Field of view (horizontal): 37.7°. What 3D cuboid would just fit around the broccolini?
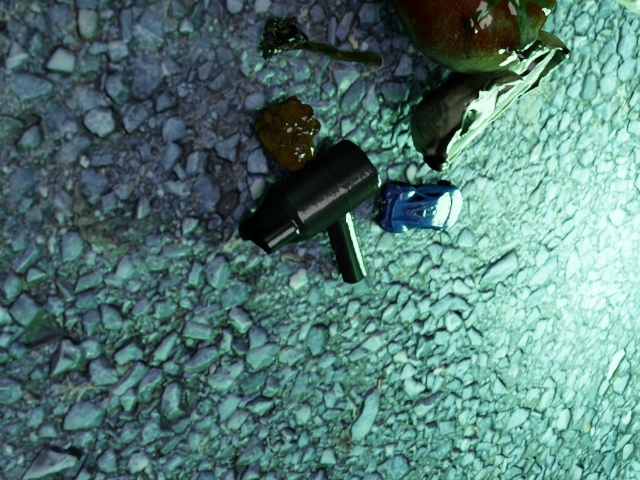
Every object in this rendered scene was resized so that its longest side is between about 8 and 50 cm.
[{"bbox_3d":[0.000,-0.328,1.580,0.254,0.071,0.057,0,68,-44],"label":"broccolini"}]

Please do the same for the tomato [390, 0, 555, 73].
[{"bbox_3d":[0.251,-0.439,1.569,0.303,0.239,0.303,-12,112,-33],"label":"tomato"}]

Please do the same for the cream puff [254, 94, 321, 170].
[{"bbox_3d":[-0.050,-0.177,1.561,0.116,0.094,0.122,3,112,-35],"label":"cream puff"}]

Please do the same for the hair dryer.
[{"bbox_3d":[0.000,0.000,1.682,0.244,0.116,0.302,-35,134,-16],"label":"hair dryer"}]

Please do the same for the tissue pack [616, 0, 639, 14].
[{"bbox_3d":[0.509,-0.601,1.663,0.390,0.375,0.195,10,143,-42],"label":"tissue pack"}]

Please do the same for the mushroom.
[{"bbox_3d":[0.290,-0.271,1.704,0.344,0.130,0.247,-42,171,-8],"label":"mushroom"}]

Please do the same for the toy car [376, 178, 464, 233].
[{"bbox_3d":[0.203,-0.062,1.823,0.216,0.063,0.103,-4,111,-36],"label":"toy car"}]
